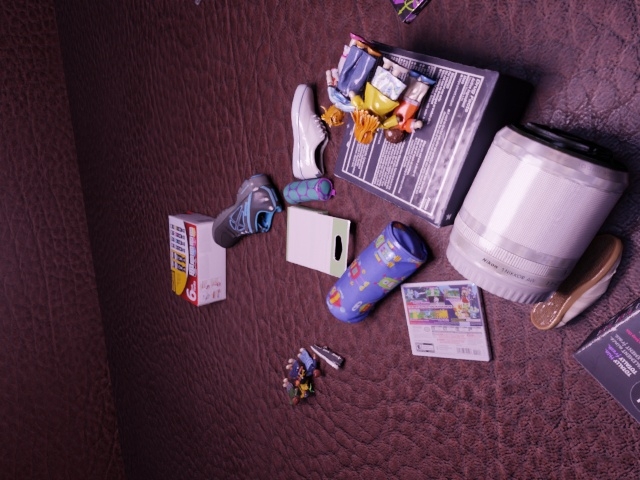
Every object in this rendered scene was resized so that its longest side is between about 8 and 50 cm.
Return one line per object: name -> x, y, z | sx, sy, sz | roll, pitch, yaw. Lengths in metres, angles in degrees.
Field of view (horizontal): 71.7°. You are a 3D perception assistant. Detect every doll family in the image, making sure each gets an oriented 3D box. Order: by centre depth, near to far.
doll family -> 0.076, -0.282, 0.849 | 0.263, 0.118, 0.163 | 45, 125, 29
doll family -> -0.056, 0.434, 1.392 | 0.111, 0.076, 0.193 | 46, 134, 52

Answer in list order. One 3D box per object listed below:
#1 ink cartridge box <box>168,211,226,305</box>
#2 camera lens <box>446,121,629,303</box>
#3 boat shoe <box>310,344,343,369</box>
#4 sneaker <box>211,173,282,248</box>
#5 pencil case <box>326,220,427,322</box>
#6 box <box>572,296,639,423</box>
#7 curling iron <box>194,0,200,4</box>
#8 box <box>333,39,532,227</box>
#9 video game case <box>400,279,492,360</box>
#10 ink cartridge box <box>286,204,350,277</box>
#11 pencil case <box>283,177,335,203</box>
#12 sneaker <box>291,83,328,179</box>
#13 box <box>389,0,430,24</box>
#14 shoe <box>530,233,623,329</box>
ink cartridge box -> -0.491, 0.059, 1.704 | 0.272, 0.130, 0.309 | 15, 108, 43
camera lens -> 0.372, -0.055, 0.788 | 0.219, 0.219, 0.274 | 37, 122, 33
boat shoe -> 0.019, 0.341, 1.330 | 0.038, 0.046, 0.125 | -51, 39, -13
sneaker -> -0.249, -0.060, 1.454 | 0.139, 0.125, 0.341 | 55, 132, 15
pencil case -> 0.139, 0.090, 1.111 | 0.306, 0.133, 0.119 | -52, 27, 36
box -> 0.574, 0.148, 0.685 | 0.165, 0.143, 0.270 | 52, 129, 23
curling iron -> -0.362, -0.901, 1.463 | 0.274, 0.035, 0.068 | -39, 71, 41
box -> 0.220, -0.223, 0.928 | 0.294, 0.183, 0.296 | 34, 120, 36
video game case -> 0.292, 0.187, 1.049 | 0.201, 0.023, 0.183 | -9, 92, 45
ink cartridge box -> 0.000, 0.000, 1.273 | 0.235, 0.056, 0.171 | 15, 108, 38
pencil case -> -0.035, -0.141, 1.271 | 0.152, 0.070, 0.064 | 1, 73, 47
sneaker -> -0.022, -0.299, 1.228 | 0.091, 0.094, 0.258 | 4, 104, 21
box -> 0.217, -0.582, 0.971 | 0.162, 0.029, 0.116 | -38, 71, 40
shoe -> 0.483, 0.082, 0.829 | 0.219, 0.058, 0.076 | -62, 26, 27
